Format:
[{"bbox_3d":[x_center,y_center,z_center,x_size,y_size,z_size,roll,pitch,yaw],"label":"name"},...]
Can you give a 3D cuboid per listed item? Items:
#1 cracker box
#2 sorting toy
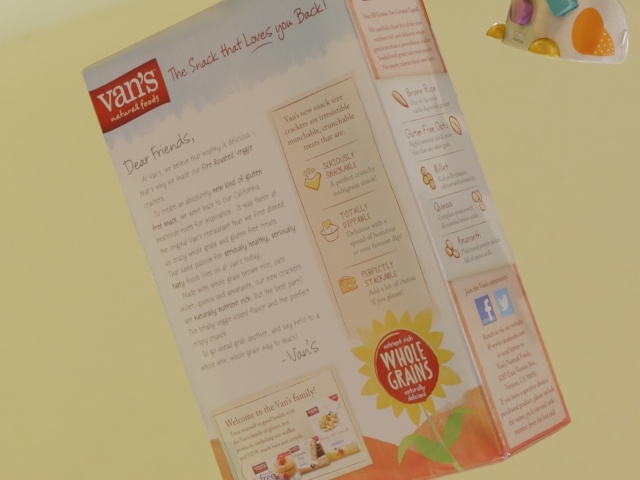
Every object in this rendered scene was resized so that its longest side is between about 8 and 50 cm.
[{"bbox_3d":[0.000,0.000,0.885,0.156,0.067,0.232,-20,-91,36],"label":"cracker box"},{"bbox_3d":[0.116,-0.132,0.968,0.083,0.045,0.075,31,-61,59],"label":"sorting toy"}]
